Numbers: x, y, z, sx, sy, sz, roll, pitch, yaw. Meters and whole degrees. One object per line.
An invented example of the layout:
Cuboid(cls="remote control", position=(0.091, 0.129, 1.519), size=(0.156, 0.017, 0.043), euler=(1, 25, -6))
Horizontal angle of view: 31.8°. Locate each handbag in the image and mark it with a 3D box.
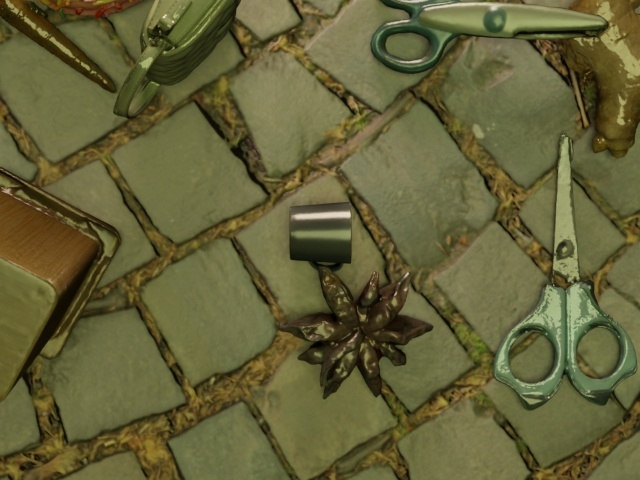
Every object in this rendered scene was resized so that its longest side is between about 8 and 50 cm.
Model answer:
Cuboid(cls="handbag", position=(-0.164, -0.226, 1.272), size=(0.079, 0.256, 0.219), euler=(32, 86, -6))

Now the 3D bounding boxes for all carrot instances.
Cuboid(cls="carrot", position=(-0.348, -0.262, 1.359), size=(0.254, 0.049, 0.049), euler=(40, 92, -11))

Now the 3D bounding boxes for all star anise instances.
Cuboid(cls="star anise", position=(0.051, 0.110, 1.419), size=(0.182, 0.065, 0.195), euler=(-34, 106, -1))

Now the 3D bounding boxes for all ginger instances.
Cuboid(cls="ginger", position=(0.381, -0.216, 1.410), size=(0.137, 0.074, 0.213), euler=(-19, 95, 15))

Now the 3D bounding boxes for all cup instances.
Cuboid(cls="cup", position=(0.000, 0.000, 1.409), size=(0.077, 0.078, 0.100), euler=(-1, 127, 0))

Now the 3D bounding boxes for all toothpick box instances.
Cuboid(cls="toothpick box", position=(-0.360, 0.051, 1.263), size=(0.187, 0.308, 0.190), euler=(30, 95, -7))

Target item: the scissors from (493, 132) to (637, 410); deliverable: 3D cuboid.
Cuboid(cls="scissors", position=(0.318, 0.042, 1.457), size=(0.191, 0.029, 0.360), euler=(-1, 97, -3))

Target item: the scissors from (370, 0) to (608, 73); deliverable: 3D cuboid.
Cuboid(cls="scissors", position=(0.205, -0.269, 1.380), size=(0.289, 0.041, 0.138), euler=(4, 92, 11))

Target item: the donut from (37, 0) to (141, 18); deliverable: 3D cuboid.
Cuboid(cls="donut", position=(-0.260, -0.383, 1.331), size=(0.199, 0.085, 0.232), euler=(-6, 99, -5))
